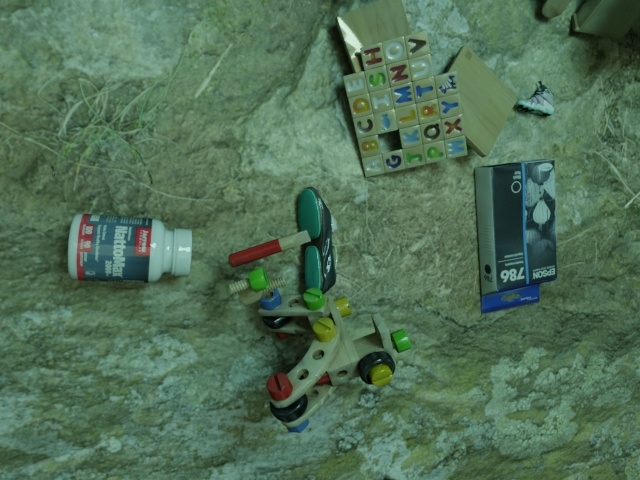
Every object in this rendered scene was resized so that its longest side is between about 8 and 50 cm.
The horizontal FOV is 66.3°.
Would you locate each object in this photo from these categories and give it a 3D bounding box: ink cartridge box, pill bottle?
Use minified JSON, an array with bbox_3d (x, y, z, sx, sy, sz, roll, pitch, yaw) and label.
[{"bbox_3d":[0.427,-0.003,1.061,0.166,0.065,0.332,-10,101,-17],"label":"ink cartridge box"},{"bbox_3d":[-0.306,0.015,0.802,0.180,0.108,0.107,3,96,-19],"label":"pill bottle"}]

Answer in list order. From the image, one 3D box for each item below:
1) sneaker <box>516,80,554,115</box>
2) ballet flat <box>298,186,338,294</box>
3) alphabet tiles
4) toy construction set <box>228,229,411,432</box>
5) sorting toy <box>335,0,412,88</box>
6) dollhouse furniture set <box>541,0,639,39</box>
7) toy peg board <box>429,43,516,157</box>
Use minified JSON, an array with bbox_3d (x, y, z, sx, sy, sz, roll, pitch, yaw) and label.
[{"bbox_3d":[0.460,-0.308,1.044,0.098,0.038,0.069,5,94,-28],"label":"sneaker"},{"bbox_3d":[0.000,0.000,0.925,0.074,0.074,0.203,-5,93,-17],"label":"ballet flat"},{"bbox_3d":[0.155,-0.247,0.898,0.198,0.009,0.237,-11,115,10],"label":"alphabet tiles"},{"bbox_3d":[0.008,0.131,0.820,0.237,0.257,0.308,-20,102,4],"label":"toy construction set"},{"bbox_3d":[0.100,-0.374,0.911,0.132,0.046,0.274,-26,105,-13],"label":"sorting toy"},{"bbox_3d":[0.605,-0.634,1.045,0.304,0.173,0.355,7,66,-7],"label":"dollhouse furniture set"},{"bbox_3d":[0.285,-0.269,0.981,0.161,0.079,0.160,38,70,-19],"label":"toy peg board"}]
